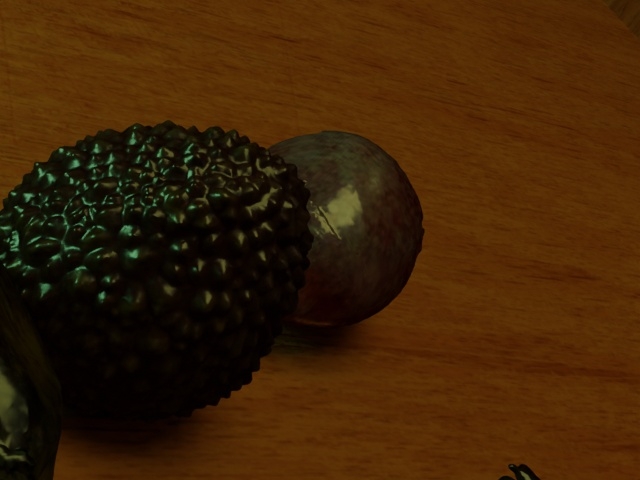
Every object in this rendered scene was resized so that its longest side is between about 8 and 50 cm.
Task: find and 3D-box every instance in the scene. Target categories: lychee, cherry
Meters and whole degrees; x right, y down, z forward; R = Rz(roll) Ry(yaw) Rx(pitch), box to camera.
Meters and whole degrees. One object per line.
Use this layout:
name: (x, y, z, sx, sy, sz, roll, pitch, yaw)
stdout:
lychee: (-0.124, 0.014, 1.289, 0.271, 0.271, 0.271, 28, 27, -16)
cherry: (0.000, 0.000, 1.566, 0.192, 0.175, 0.249, 52, 33, -14)

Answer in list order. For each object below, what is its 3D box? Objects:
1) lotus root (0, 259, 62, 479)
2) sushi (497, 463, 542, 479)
lotus root: (-0.294, 0.062, 1.066, 0.196, 0.179, 0.397, 2, 29, -34)
sushi: (0.143, 0.331, 1.067, 0.294, 0.281, 0.299, 46, 14, 20)
